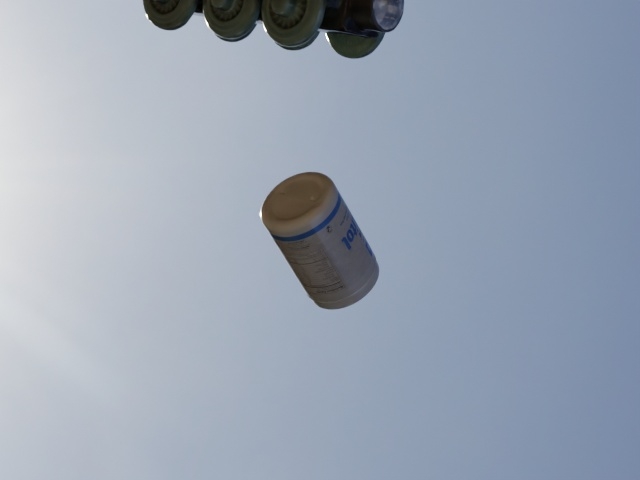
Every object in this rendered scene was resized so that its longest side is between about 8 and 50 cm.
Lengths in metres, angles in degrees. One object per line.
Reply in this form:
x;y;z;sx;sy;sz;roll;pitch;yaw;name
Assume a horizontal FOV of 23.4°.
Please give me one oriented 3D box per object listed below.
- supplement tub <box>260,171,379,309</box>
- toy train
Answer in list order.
0.000;0.000;1.325;0.071;0.107;0.071;-18;-139;16;supplement tub
-0.047;-0.290;1.543;0.334;0.142;0.190;14;-83;41;toy train
